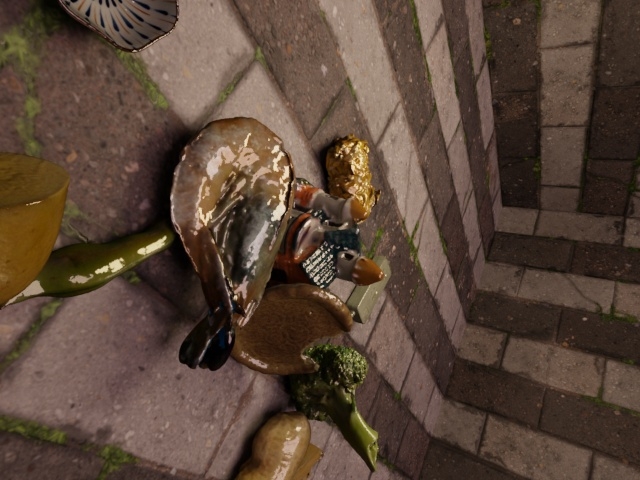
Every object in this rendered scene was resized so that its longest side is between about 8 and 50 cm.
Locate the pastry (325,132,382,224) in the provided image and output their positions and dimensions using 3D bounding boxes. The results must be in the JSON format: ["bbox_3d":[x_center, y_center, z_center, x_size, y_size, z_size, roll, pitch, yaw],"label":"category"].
[{"bbox_3d":[0.087,-0.157,1.108,0.154,0.102,0.250,-40,127,-45],"label":"pastry"}]

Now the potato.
[{"bbox_3d":[-0.380,0.000,0.427,0.203,0.178,0.158,-56,162,-70],"label":"potato"}]

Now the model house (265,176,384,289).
[{"bbox_3d":[0.000,0.000,0.860,0.271,0.300,0.190,-37,134,-46],"label":"model house"}]

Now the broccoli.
[{"bbox_3d":[0.058,0.372,1.026,0.186,0.302,0.254,-18,110,-48],"label":"broccoli"}]

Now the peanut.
[{"bbox_3d":[-0.119,0.521,0.963,0.137,0.122,0.253,42,64,-24],"label":"peanut"}]

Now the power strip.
[{"bbox_3d":[0.149,0.176,1.328,0.288,0.053,0.093,-55,139,-34],"label":"power strip"}]

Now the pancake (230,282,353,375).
[{"bbox_3d":[-0.066,0.198,0.841,0.033,0.288,0.286,-90,156,-51],"label":"pancake"}]

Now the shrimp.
[{"bbox_3d":[-0.161,0.000,0.700,0.221,0.109,0.446,14,83,-36],"label":"shrimp"}]

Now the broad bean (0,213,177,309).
[{"bbox_3d":[-0.307,0.018,0.607,0.075,0.067,0.325,60,37,-6],"label":"broad bean"}]

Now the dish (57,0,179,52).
[{"bbox_3d":[-0.286,-0.353,0.543,0.190,0.066,0.191,-21,116,-50],"label":"dish"}]

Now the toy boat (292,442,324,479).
[{"bbox_3d":[-0.058,0.641,1.136,0.200,0.057,0.077,-13,114,-55],"label":"toy boat"}]
